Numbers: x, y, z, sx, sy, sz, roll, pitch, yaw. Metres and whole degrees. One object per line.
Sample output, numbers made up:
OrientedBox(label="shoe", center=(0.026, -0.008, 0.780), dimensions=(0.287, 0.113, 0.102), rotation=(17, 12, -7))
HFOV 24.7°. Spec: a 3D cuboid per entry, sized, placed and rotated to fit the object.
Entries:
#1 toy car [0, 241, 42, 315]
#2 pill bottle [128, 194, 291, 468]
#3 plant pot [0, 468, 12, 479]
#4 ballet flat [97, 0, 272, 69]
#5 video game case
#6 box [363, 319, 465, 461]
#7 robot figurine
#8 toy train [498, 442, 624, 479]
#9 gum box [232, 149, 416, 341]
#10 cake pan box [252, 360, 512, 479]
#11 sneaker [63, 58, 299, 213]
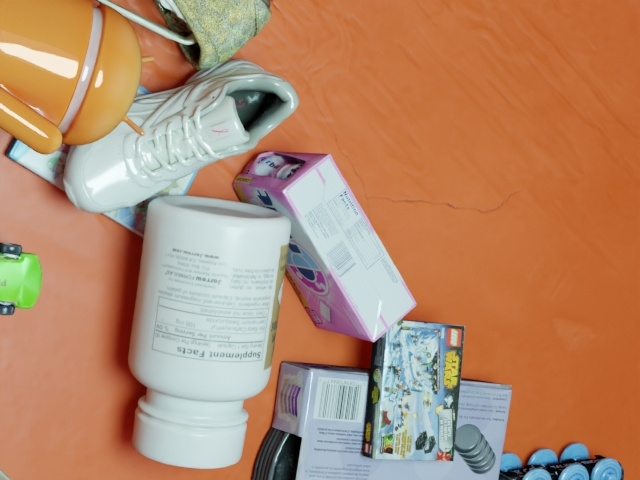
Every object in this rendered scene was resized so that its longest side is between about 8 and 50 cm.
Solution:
OrientedBox(label="toy car", center=(-0.347, 0.030, 1.222), dimensions=(0.225, 0.053, 0.239), rotation=(4, 93, -31))
OrientedBox(label="pill bottle", center=(-0.105, 0.081, 1.322), dimensions=(0.131, 0.131, 0.229), rotation=(4, 100, -31))
OrientedBox(label="plant pot", center=(-0.381, 0.303, 1.129), dimensions=(0.256, 0.256, 0.274), rotation=(29, 102, -29))
OrientedBox(label="ballet flat", center=(-0.188, -0.276, 1.258), dimensions=(0.348, 0.123, 0.123), rotation=(41, 74, -27))
OrientedBox(label="video game case", center=(-0.188, -0.087, 1.327), dimensions=(0.166, 0.015, 0.119), rotation=(33, 78, -29))
OrientedBox(label="box", center=(0.092, 0.147, 1.435), dimensions=(0.094, 0.027, 0.137), rotation=(7, 86, -29))
OrientedBox(label="robot figurine", center=(-0.244, -0.152, 1.213), dimensions=(0.219, 0.158, 0.128), rotation=(17, 100, -22))
OrientedBox(label="toy train", center=(0.255, 0.285, 1.592), dimensions=(0.184, 0.080, 0.105), rotation=(-3, 102, -31))
OrientedBox(label="gum box", center=(0.000, 0.000, 1.393), dimensions=(0.062, 0.107, 0.188), rotation=(-39, 113, -22))
OrientedBox(label="cake pan box", center=(0.060, 0.254, 1.479), dimensions=(0.266, 0.070, 0.246), rotation=(7, 89, -31))
OrientedBox(label="sneaker", center=(-0.120, -0.097, 1.289), dimensions=(0.232, 0.115, 0.090), rotation=(-34, 111, -24))
